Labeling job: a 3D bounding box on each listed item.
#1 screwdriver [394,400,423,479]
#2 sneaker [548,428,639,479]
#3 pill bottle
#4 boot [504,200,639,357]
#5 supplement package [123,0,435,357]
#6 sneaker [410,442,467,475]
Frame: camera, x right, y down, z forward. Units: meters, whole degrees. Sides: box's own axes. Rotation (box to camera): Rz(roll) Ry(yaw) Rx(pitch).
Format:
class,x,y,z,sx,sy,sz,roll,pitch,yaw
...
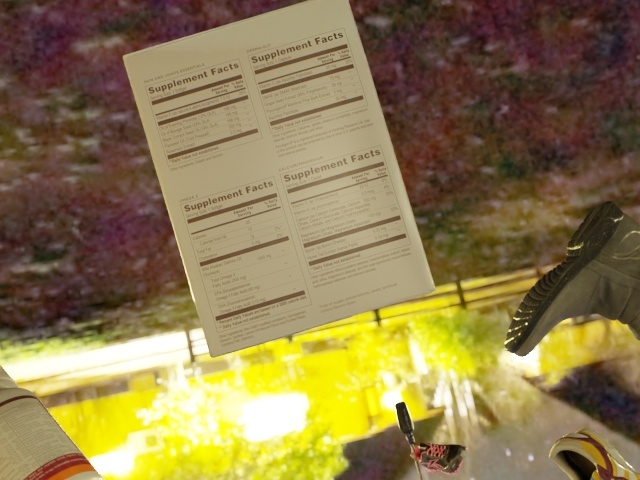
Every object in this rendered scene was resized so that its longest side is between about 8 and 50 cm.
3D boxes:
class,x,y,z,sx,sy,sz,roll,pitch,yaw
screwdriver,0.149,0.334,1.445,0.025,0.170,0.024,3,151,-45
sneaker,0.358,0.302,1.101,0.185,0.070,0.084,34,-154,35
pill bottle,-0.368,0.256,1.108,0.121,0.221,0.121,-37,153,-23
boot,0.366,0.084,1.190,0.246,0.161,0.083,-52,-179,-1
supplement package,-0.035,-0.050,0.847,0.198,0.263,0.199,-17,177,-1
sneaker,0.181,0.333,1.427,0.057,0.047,0.119,33,151,-13
